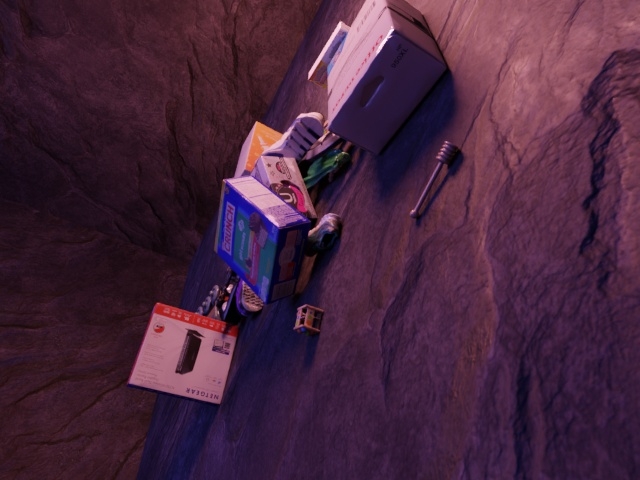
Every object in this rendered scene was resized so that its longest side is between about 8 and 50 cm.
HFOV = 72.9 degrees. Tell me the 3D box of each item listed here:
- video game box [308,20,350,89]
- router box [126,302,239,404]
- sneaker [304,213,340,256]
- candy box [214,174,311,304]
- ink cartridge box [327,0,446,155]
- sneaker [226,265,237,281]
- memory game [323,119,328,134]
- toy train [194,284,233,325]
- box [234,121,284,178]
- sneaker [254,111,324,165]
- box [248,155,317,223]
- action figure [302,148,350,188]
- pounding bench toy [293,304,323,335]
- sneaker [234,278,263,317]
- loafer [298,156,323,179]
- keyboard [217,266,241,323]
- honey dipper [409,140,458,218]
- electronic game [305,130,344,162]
[{"bbox_3d":[0.089,-0.567,1.404,0.205,0.186,0.048,-46,29,44],"label":"video game box"},{"bbox_3d":[-0.504,0.431,1.631,0.082,0.335,0.302,-38,37,52],"label":"router box"},{"bbox_3d":[0.000,0.000,1.223,0.167,0.064,0.076,-53,29,37],"label":"sneaker"},{"bbox_3d":[-0.190,-0.011,1.325,0.317,0.122,0.269,39,128,38],"label":"candy box"},{"bbox_3d":[0.154,-0.467,1.170,0.285,0.166,0.395,-51,25,38],"label":"ink cartridge box"},{"bbox_3d":[-0.344,0.110,1.899,0.276,0.097,0.135,-36,36,57],"label":"sneaker"},{"bbox_3d":[0.019,-0.413,1.615,0.186,0.012,0.186,-49,18,22],"label":"memory game"},{"bbox_3d":[-0.447,0.336,1.888,0.334,0.142,0.190,-49,39,36],"label":"toy train"},{"bbox_3d":[-0.253,-0.338,1.967,0.168,0.214,0.346,-47,29,42],"label":"box"},{"bbox_3d":[-0.085,-0.355,1.576,0.315,0.127,0.182,-36,16,33],"label":"sneaker"},{"bbox_3d":[-0.140,-0.138,1.457,0.163,0.142,0.248,-45,59,46],"label":"box"},{"bbox_3d":[0.025,-0.239,1.399,0.232,0.063,0.137,-15,53,61],"label":"action figure"},{"bbox_3d":[-0.038,0.210,1.109,0.083,0.052,0.065,-34,39,55],"label":"pounding bench toy"},{"bbox_3d":[-0.278,0.165,1.672,0.146,0.102,0.294,-47,29,44],"label":"sneaker"},{"bbox_3d":[-0.063,-0.260,1.612,0.220,0.078,0.080,-51,26,36],"label":"loafer"},{"bbox_3d":[-0.327,0.167,1.712,0.033,0.201,0.318,11,76,24],"label":"keyboard"},{"bbox_3d":[0.217,-0.115,0.850,0.161,0.030,0.030,-63,21,14],"label":"honey dipper"},{"bbox_3d":[0.046,-0.321,1.356,0.229,0.048,0.229,-36,15,12],"label":"electronic game"}]
